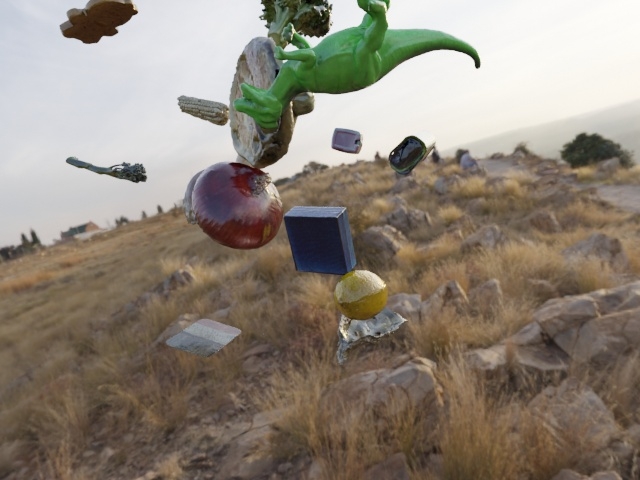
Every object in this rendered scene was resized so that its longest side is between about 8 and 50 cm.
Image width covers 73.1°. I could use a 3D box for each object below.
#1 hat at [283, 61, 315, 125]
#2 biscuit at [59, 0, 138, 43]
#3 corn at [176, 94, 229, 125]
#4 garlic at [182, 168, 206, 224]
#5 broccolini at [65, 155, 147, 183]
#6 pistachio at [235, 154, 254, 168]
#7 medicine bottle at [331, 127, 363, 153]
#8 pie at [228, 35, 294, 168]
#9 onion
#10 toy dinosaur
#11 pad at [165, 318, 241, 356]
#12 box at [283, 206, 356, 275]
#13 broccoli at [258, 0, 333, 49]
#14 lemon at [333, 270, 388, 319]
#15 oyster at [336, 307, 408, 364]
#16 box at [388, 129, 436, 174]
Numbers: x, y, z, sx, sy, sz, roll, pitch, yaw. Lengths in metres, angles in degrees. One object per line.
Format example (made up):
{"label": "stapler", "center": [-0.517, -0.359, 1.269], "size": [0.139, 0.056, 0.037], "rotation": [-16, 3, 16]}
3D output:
{"label": "hat", "center": [-0.072, -0.494, 1.505], "size": [0.109, 0.252, 0.252], "rotation": [-1, 11, 14]}
{"label": "biscuit", "center": [-0.634, -0.639, 1.238], "size": [0.225, 0.036, 0.166], "rotation": [-20, 0, 24]}
{"label": "corn", "center": [-0.448, -0.501, 1.666], "size": [0.210, 0.087, 0.087], "rotation": [16, 16, 13]}
{"label": "garlic", "center": [-0.380, -0.194, 1.784], "size": [0.339, 0.232, 0.246], "rotation": [-7, 8, 13]}
{"label": "broccolini", "center": [-0.814, -0.288, 1.638], "size": [0.391, 0.079, 0.074], "rotation": [17, 54, 20]}
{"label": "pistachio", "center": [-0.339, -0.398, 2.110], "size": [0.145, 0.117, 0.201], "rotation": [4, 44, 12]}
{"label": "medicine bottle", "center": [0.117, -0.415, 1.815], "size": [0.119, 0.095, 0.188], "rotation": [12, 11, 8]}
{"label": "pie", "center": [-0.157, -0.354, 1.128], "size": [0.077, 0.340, 0.339], "rotation": [-9, 3, -31]}
{"label": "onion", "center": [-0.198, -0.093, 1.056], "size": [0.247, 0.248, 0.161], "rotation": [-20, -31, -31]}
{"label": "toy dinosaur", "center": [0.101, -0.347, 0.976], "size": [0.499, 0.144, 0.375], "rotation": [15, -51, -31]}
{"label": "pad", "center": [-0.309, 0.317, 1.435], "size": [0.322, 0.055, 0.250], "rotation": [-5, 7, 16]}
{"label": "box", "center": [0.000, 0.000, 1.867], "size": [0.261, 0.279, 0.116], "rotation": [3, 28, 27]}
{"label": "broccoli", "center": [-0.114, -0.952, 1.805], "size": [0.338, 0.277, 0.318], "rotation": [-14, 47, 23]}
{"label": "lemon", "center": [0.154, 0.207, 1.626], "size": [0.188, 0.189, 0.256], "rotation": [-9, -3, 45]}
{"label": "oyster", "center": [0.177, 0.365, 1.822], "size": [0.395, 0.111, 0.204], "rotation": [-19, 48, -32]}
{"label": "box", "center": [0.336, -0.325, 1.556], "size": [0.134, 0.097, 0.345], "rotation": [-53, -6, 26]}
